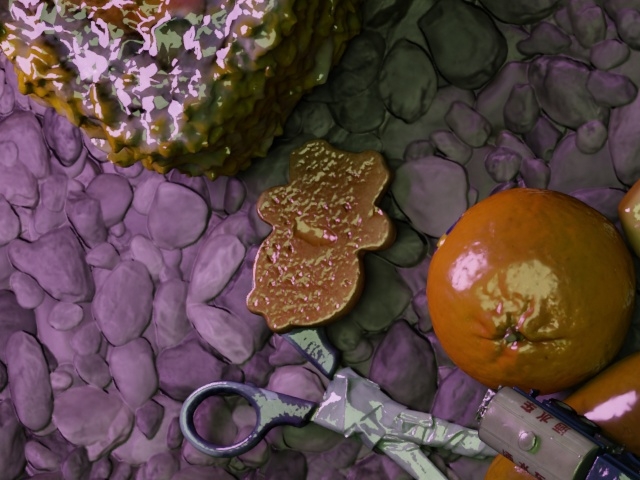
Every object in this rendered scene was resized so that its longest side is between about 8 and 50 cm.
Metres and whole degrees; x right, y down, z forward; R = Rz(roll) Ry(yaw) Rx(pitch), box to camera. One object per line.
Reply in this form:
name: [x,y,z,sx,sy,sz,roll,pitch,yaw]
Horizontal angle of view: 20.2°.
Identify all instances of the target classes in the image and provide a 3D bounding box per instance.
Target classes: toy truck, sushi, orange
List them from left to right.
sushi: [-0.188,-0.259,1.992,0.396,0.240,0.351,37,98,15]
orange: [0.217,0.054,1.857,0.219,0.193,0.219,0,94,4]
toy truck: [0.236,0.203,1.720,0.201,0.088,0.074,33,100,37]

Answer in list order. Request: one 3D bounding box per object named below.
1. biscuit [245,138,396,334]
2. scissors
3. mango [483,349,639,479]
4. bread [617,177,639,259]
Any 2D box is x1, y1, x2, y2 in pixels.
biscuit: [0.000,0.000,2.004,0.166,0.036,0.225,12,80,16]
scissors: [0.044,0.195,1.990,0.383,0.029,0.256,30,92,16]
mango: [0.326,0.241,1.803,0.365,0.182,0.253,-20,78,19]
bread: [0.412,-0.049,1.835,0.217,0.098,0.147,-44,74,11]
